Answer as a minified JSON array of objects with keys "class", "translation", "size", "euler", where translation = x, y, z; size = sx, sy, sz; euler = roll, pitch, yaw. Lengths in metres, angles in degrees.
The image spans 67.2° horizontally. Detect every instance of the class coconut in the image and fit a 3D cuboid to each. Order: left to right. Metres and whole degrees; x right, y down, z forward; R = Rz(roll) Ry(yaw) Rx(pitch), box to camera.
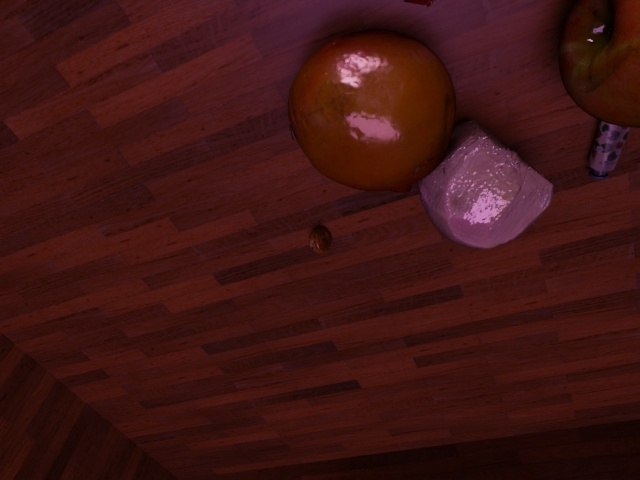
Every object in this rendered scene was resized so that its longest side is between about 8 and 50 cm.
[{"class":"coconut","translation":[0.378,-0.118,1.165],"size":[0.297,0.297,0.254],"euler":[33,113,-18]}]

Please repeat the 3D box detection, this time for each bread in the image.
[{"class":"bread","translation":[0.000,0.000,1.437],"size":[0.046,0.083,0.080],"euler":[-14,84,30]}]

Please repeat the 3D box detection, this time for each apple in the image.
[{"class":"apple","translation":[0.639,-0.381,0.904],"size":[0.340,0.339,0.339],"euler":[3,129,4]}]

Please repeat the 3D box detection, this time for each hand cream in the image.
[{"class":"hand cream","translation":[0.703,-0.276,1.150],"size":[0.096,0.059,0.275],"euler":[0,124,4]}]

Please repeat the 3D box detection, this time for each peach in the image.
[{"class":"peach","translation":[0.116,-0.272,1.056],"size":[0.373,0.290,0.372],"euler":[0,89,0]}]

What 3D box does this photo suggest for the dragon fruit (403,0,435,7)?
[{"class":"dragon fruit","translation":[0.204,-0.546,0.982],"size":[0.162,0.083,0.106],"euler":[6,142,-10]}]
